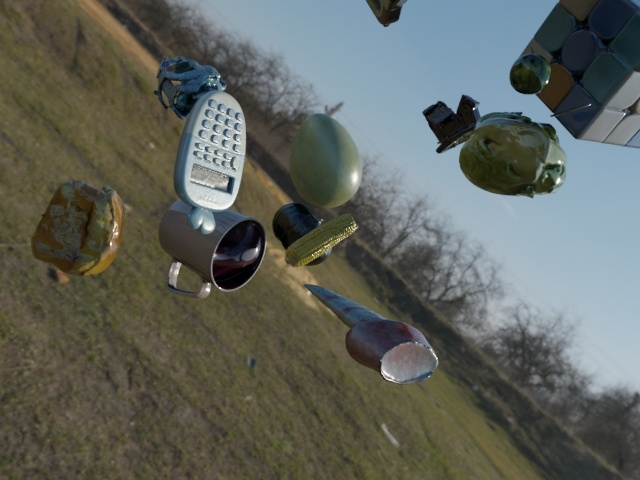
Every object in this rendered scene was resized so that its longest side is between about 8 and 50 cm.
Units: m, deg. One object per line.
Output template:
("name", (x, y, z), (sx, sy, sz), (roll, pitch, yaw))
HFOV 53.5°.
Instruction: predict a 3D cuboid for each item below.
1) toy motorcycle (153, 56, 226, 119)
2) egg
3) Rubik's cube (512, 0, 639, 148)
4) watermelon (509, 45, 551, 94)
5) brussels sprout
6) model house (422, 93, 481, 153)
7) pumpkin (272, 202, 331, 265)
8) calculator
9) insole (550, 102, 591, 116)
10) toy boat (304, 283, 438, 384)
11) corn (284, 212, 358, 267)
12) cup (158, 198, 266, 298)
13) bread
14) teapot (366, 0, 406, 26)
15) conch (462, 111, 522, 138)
("toy motorcycle", (-0.379, -0.457, 1.870), (0.206, 0.154, 0.260), (21, 34, -19))
("egg", (0.014, -0.240, 1.912), (0.218, 0.218, 0.295), (-130, -152, -58))
("Rubik's cube", (0.830, -0.501, 1.792), (0.347, 0.344, 0.346), (1, 46, -33))
("watermelon", (0.511, -0.407, 1.545), (0.109, 0.109, 0.109), (47, 2, -2))
("brussels sprout", (0.554, -0.245, 1.833), (0.328, 0.247, 0.328), (5, 3, 0))
("model house", (0.476, -0.427, 2.254), (0.141, 0.203, 0.164), (22, 44, -79))
("pumpkin", (-0.050, -0.019, 1.836), (0.202, 0.140, 0.202), (53, 1, -2))
("calculator", (-0.232, -0.166, 1.350), (0.042, 0.302, 0.188), (12, -2, 31))
("insole", (0.634, -0.331, 1.618), (0.193, 0.065, 0.006), (-88, 159, -84))
("toy boat", (0.081, 0.155, 1.180), (0.206, 0.096, 0.282), (10, 16, -42))
("corn", (0.000, 0.000, 1.598), (0.067, 0.206, 0.067), (57, -7, 11))
("cup", (-0.328, 0.031, 1.890), (0.273, 0.288, 0.208), (25, 23, 35))
("bread", (-0.483, -0.027, 1.307), (0.149, 0.195, 0.344), (26, -5, -18))
("teapot", (0.142, -0.692, 1.527), (0.315, 0.233, 0.312), (104, -34, -71))
("conch", (0.571, -0.367, 2.081), (0.095, 0.079, 0.201), (36, -37, -18))
